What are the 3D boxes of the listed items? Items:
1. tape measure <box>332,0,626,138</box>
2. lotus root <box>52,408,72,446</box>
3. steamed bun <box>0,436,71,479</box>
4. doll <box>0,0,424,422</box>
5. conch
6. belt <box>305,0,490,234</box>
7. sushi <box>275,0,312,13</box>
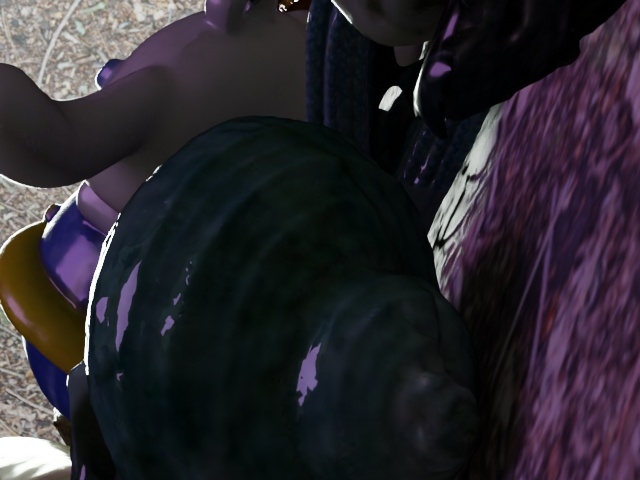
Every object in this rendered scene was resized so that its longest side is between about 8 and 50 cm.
[{"bbox_3d":[0.053,-0.142,0.462,0.235,0.207,0.115,54,147,31],"label":"tape measure"},{"bbox_3d":[-0.139,0.121,1.481,0.209,0.120,0.120,170,117,-80],"label":"lotus root"},{"bbox_3d":[-0.169,0.232,1.352,0.225,0.170,0.200,4,110,62],"label":"steamed bun"},{"bbox_3d":[-0.066,0.000,0.916,0.242,0.159,0.311,-47,-23,21],"label":"doll"},{"bbox_3d":[-0.016,0.055,0.676,0.202,0.134,0.196,178,92,-79],"label":"conch"},{"bbox_3d":[0.000,0.000,0.828,0.072,0.087,0.302,-103,31,-66],"label":"belt"},{"bbox_3d":[-0.010,-0.158,1.442,0.055,0.052,0.120,-56,11,5],"label":"sushi"}]
